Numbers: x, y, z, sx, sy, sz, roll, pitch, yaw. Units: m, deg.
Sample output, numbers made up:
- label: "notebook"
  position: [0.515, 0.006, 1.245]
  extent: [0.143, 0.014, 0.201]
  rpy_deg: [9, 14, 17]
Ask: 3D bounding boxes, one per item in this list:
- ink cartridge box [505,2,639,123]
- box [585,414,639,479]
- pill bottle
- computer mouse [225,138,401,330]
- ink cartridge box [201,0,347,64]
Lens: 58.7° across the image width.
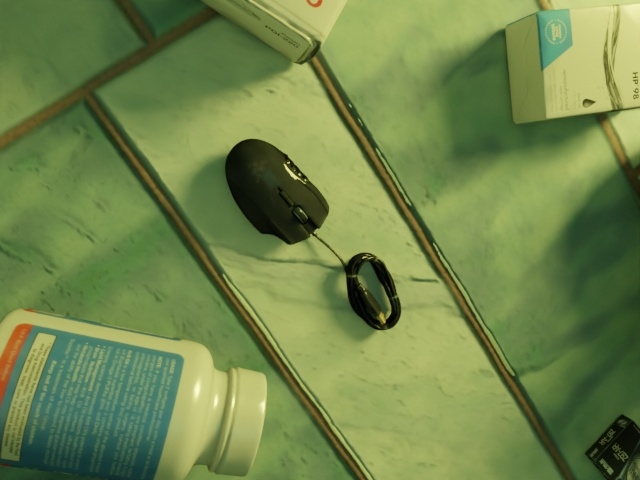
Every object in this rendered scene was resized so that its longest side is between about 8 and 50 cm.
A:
- label: "ink cartridge box"
  position: [0.290, -0.184, 0.588]
  extent: [0.180, 0.060, 0.104]
  rpy_deg: [-10, 98, -12]
- label: "box"
  position: [0.363, 0.259, 0.675]
  extent: [0.067, 0.018, 0.083]
  rpy_deg: [-43, 103, -6]
- label: "pill bottle"
  position: [-0.164, 0.139, 0.486]
  extent: [0.221, 0.124, 0.125]
  rpy_deg: [14, 93, -13]
- label: "computer mouse"
  position: [0.000, 0.000, 0.552]
  extent: [0.071, 0.041, 0.242]
  rpy_deg: [-46, 104, -6]
- label: "ink cartridge box"
  position: [-0.022, -0.290, 0.489]
  extent: [0.158, 0.092, 0.218]
  rpy_deg: [30, 87, -14]
